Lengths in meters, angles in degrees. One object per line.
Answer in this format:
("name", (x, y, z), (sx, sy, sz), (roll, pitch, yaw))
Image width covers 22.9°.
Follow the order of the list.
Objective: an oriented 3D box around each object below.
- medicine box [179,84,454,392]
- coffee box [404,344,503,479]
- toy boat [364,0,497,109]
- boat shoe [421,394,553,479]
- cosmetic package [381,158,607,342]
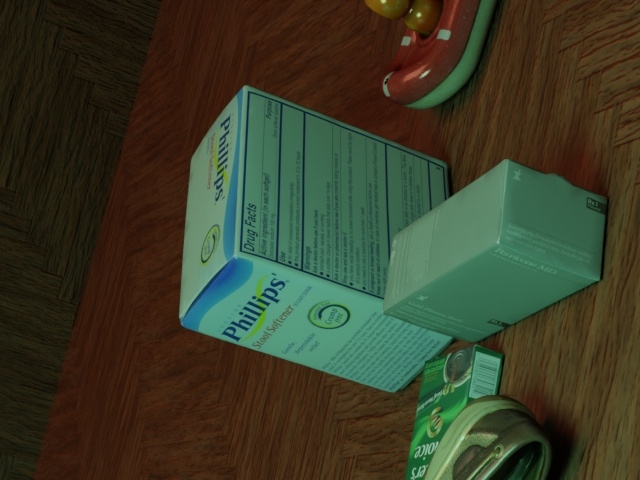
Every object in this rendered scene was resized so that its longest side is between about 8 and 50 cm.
("medicine box", (0.000, 0.000, 1.833), (0.149, 0.289, 0.263), (-51, 28, 42))
("coffee box", (0.136, 0.209, 1.663), (0.113, 0.040, 0.184), (-27, 48, 62))
("toy boat", (0.123, -0.283, 1.964), (0.151, 0.151, 0.231), (4, 76, 69))
("boat shoe", (0.127, 0.317, 1.491), (0.342, 0.123, 0.123), (-63, 20, 4))
("cosmetic package", (0.175, 0.016, 1.616), (0.238, 0.127, 0.107), (-36, 40, 60))
